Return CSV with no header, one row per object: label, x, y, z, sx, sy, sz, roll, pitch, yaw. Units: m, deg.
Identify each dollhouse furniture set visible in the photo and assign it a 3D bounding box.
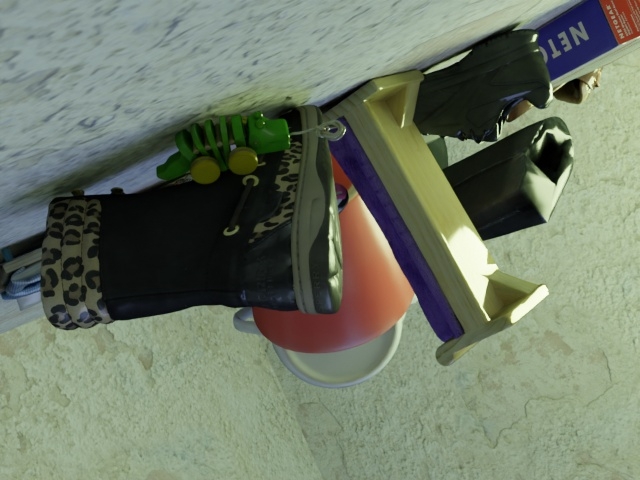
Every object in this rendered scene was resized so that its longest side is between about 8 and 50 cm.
dollhouse furniture set,-0.357,0.104,1.355,0.303,0.198,0.286,-25,180,-22

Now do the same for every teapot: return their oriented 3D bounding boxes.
teapot,0.016,0.134,1.937,0.252,0.256,0.187,-50,-167,4

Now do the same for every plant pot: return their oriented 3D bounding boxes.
plant pot,0.000,0.000,1.692,0.275,0.243,0.275,-8,-141,7

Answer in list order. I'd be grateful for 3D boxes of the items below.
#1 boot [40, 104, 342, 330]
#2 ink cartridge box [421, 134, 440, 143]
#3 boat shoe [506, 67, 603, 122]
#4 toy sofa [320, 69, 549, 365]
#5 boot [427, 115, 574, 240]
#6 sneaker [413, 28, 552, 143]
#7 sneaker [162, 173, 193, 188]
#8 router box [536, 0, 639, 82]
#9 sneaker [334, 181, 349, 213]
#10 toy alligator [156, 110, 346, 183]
boot,-0.124,-0.029,1.132,0.284,0.138,0.377,-8,-150,1
ink cartridge box,0.123,-0.184,2.010,0.175,0.072,0.127,-25,180,-23
boat shoe,0.448,-0.304,1.969,0.342,0.123,0.123,-24,180,-29
toy sofa,0.119,-0.025,1.399,0.177,0.363,0.150,-31,177,32
boot,0.287,-0.143,2.054,0.146,0.367,0.445,25,151,-23
sneaker,0.183,-0.181,1.483,0.286,0.130,0.109,-23,-177,24
sneaker,-0.198,-0.028,1.496,0.145,0.090,0.270,-22,177,0
router box,0.444,-0.325,1.695,0.301,0.082,0.335,-24,180,-29
sneaker,0.000,-0.019,1.507,0.170,0.074,0.063,-46,-151,41
toy alligator,-0.072,-0.101,1.035,0.189,0.056,0.051,-14,138,4
